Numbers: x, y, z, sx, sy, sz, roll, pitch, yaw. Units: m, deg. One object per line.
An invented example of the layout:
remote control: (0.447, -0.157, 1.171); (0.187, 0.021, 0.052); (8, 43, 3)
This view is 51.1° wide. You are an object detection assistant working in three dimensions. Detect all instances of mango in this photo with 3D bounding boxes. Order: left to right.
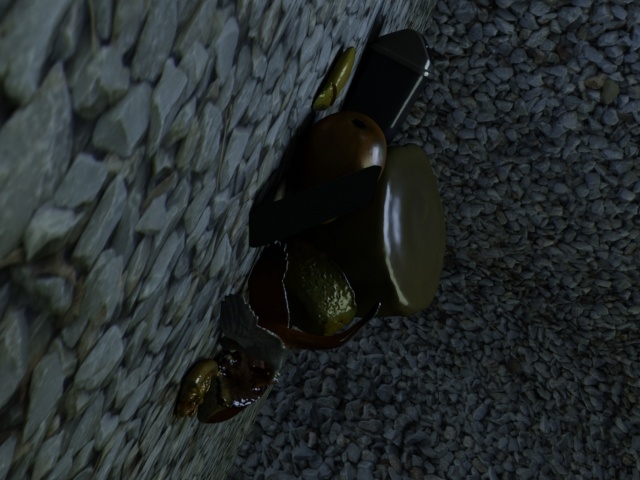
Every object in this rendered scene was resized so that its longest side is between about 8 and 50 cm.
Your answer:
mango: (0.032, -0.146, 1.413); (0.211, 0.173, 0.317); (-61, 180, -27)

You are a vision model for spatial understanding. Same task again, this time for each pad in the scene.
pad: (-0.011, -0.062, 1.272); (0.267, 0.004, 0.181); (-21, 160, -14)

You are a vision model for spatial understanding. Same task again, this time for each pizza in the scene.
pizza: (-0.241, 0.290, 1.301); (0.131, 0.041, 0.178); (-63, 174, -15)

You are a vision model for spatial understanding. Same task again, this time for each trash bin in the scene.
trash bin: (0.179, -0.400, 1.718); (0.290, 0.182, 0.209); (-62, 177, 18)

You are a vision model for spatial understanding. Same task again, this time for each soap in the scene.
soap: (0.030, -0.316, 1.342); (0.089, 0.033, 0.168); (94, 21, -68)

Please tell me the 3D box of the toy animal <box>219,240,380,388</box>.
toy animal: (-0.056, 0.193, 1.395); (0.225, 0.284, 0.302); (-62, 173, -59)

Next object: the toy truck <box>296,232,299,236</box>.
toy truck: (0.000, 0.000, 1.939); (0.224, 0.147, 0.165); (-67, -171, -21)

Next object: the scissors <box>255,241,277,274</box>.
scissors: (-0.108, 0.010, 1.478); (0.176, 0.022, 0.085); (-63, 179, 10)

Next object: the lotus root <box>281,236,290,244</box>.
lotus root: (-0.092, 0.030, 1.690); (0.037, 0.030, 0.083); (-2, 116, -86)

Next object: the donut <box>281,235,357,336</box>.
donut: (-0.042, 0.124, 1.566); (0.107, 0.272, 0.272); (-40, 163, -27)

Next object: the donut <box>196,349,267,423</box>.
donut: (-0.196, 0.333, 1.486); (0.126, 0.144, 0.186); (-46, -148, 29)

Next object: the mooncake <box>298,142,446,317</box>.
mooncake: (0.145, -0.023, 1.722); (0.467, 0.262, 0.467); (0, 90, -59)

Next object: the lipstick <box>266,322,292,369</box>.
lipstick: (-0.146, 0.315, 2.199); (0.077, 0.077, 0.418); (-59, 173, -52)
